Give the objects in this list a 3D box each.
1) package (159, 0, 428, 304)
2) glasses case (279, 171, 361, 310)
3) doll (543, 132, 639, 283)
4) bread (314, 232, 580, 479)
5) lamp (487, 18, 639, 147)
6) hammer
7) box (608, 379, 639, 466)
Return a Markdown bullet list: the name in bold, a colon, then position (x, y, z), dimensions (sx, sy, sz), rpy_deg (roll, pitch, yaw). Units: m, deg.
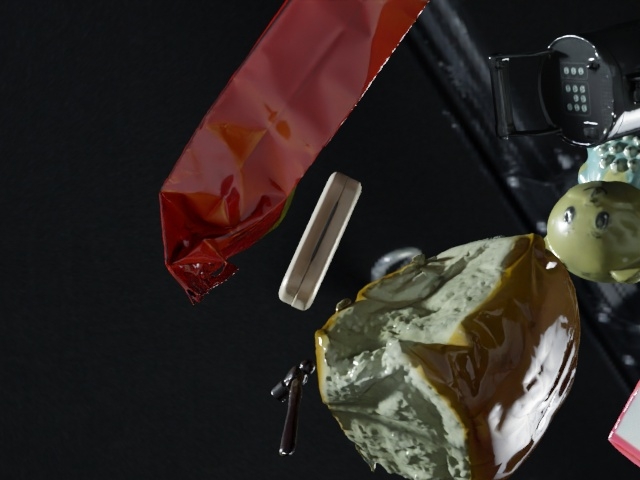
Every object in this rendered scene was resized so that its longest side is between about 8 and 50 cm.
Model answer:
- **package**: position (-0.032, -0.140, 1.078), dimensions (0.123, 0.196, 0.424), rpy_deg (35, -83, -2)
- **glasses case**: position (0.000, 0.000, 1.421), dimensions (0.050, 0.083, 0.196), rpy_deg (23, -111, 2)
- **doll**: position (0.456, -0.055, 1.604), dimensions (0.261, 0.177, 0.161), rpy_deg (-59, -39, -22)
- **bread**: position (0.162, 0.129, 1.182), dimensions (0.279, 0.225, 0.250), rpy_deg (-48, -46, -27)
- **lamp**: position (0.288, -0.145, 0.906), dimensions (0.227, 0.172, 0.147), rpy_deg (-18, -70, -27)
- **hammer**: position (-0.034, 0.198, 1.179), dimensions (0.021, 0.178, 0.065), rpy_deg (41, -71, -15)
- **box**: position (0.428, 0.080, 0.655), dimensions (0.312, 0.300, 0.314), rpy_deg (7, -68, -48)
